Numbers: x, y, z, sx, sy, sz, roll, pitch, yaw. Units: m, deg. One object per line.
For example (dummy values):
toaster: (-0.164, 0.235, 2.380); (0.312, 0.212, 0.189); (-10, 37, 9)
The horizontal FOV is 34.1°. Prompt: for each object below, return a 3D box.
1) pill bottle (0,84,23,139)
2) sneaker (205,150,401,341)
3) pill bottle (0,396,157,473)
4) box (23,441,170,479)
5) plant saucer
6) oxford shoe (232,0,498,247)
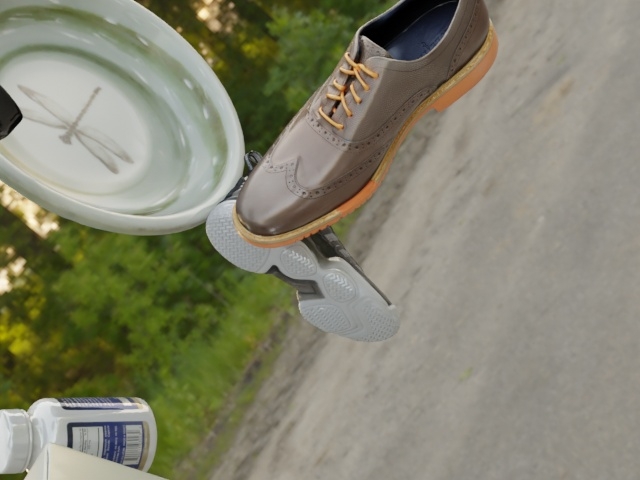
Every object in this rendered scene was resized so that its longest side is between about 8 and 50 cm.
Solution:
pill bottle: (-0.362, -0.058, 0.886); (0.219, 0.123, 0.123); (-51, 11, -17)
sneaker: (0.000, 0.000, 1.237); (0.101, 0.269, 0.153); (-35, 27, 44)
pill bottle: (-0.280, 0.225, 1.182); (0.094, 0.169, 0.094); (-11, 76, 53)
box: (-0.154, 0.294, 0.983); (0.113, 0.275, 0.094); (-54, 26, 21)
plant saucer: (-0.283, -0.151, 1.240); (0.100, 0.400, 0.400); (-45, 11, 37)
oxford shoe: (0.033, -0.147, 1.096); (0.363, 0.130, 0.132); (-47, -29, -9)
